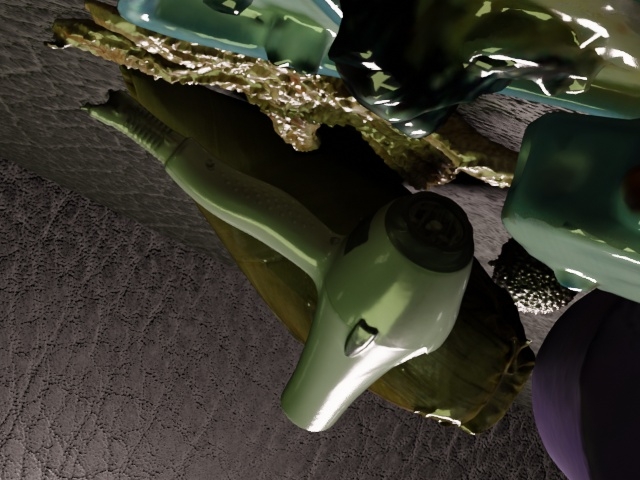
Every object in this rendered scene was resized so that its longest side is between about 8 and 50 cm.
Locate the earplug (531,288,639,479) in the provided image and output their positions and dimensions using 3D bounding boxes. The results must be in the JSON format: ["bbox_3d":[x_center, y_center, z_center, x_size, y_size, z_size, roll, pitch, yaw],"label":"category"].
[{"bbox_3d":[0.239,0.105,0.917,0.215,0.215,0.456,24,176,3],"label":"earplug"}]

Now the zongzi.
[{"bbox_3d":[0.000,0.000,1.030,0.300,0.145,0.274,39,-178,-42],"label":"zongzi"}]

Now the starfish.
[{"bbox_3d":[-0.015,-0.092,0.837,0.302,0.060,0.299,20,180,-28],"label":"starfish"}]

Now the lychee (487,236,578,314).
[{"bbox_3d":[0.169,0.025,1.111,0.083,0.068,0.067,15,-151,42],"label":"lychee"}]

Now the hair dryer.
[{"bbox_3d":[-0.035,0.027,0.952,0.267,0.092,0.229,21,135,15],"label":"hair dryer"}]

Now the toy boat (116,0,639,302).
[{"bbox_3d":[0.062,-0.064,0.489,0.331,0.133,0.145,20,173,30],"label":"toy boat"}]
